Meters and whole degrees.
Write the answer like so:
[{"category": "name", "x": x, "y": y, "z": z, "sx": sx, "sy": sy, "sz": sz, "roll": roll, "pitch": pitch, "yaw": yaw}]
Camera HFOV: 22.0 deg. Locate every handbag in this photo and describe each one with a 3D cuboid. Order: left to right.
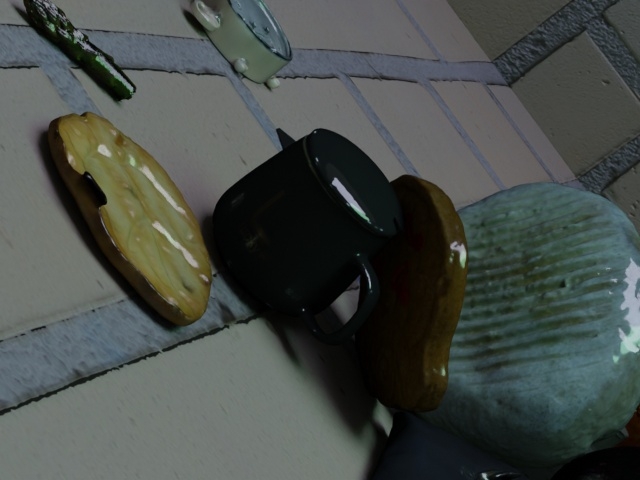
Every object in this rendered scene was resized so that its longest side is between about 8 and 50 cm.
[{"category": "handbag", "x": 0.148, "y": 0.280, "z": 1.723, "sx": 0.211, "sy": 0.088, "sz": 0.254, "roll": 28, "pitch": 21, "yaw": 3}]

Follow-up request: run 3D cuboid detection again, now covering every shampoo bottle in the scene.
[{"category": "shampoo bottle", "x": 0.306, "y": 0.275, "z": 2.037, "sx": 0.080, "sy": 0.165, "sz": 0.040, "roll": 51, "pitch": 18, "yaw": -4}]

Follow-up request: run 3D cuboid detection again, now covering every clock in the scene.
[{"category": "clock", "x": -0.102, "y": -0.293, "z": 2.280, "sx": 0.229, "sy": 0.063, "sz": 0.155, "roll": 18, "pitch": 38, "yaw": -59}]

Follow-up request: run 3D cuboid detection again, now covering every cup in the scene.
[{"category": "cup", "x": 0.000, "y": 0.000, "z": 1.774, "sx": 0.169, "sy": 0.176, "sz": 0.223, "roll": 18, "pitch": 37, "yaw": -56}]

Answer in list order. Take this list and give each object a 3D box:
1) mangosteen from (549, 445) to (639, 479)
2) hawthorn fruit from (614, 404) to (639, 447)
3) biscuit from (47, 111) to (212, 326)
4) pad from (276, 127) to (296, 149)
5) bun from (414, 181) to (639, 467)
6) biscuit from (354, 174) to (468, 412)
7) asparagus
[{"category": "mangosteen", "x": 0.368, "y": 0.380, "z": 1.901, "sx": 0.233, "sy": 0.287, "sz": 0.287, "roll": 2, "pitch": 39, "yaw": -15}, {"category": "hawthorn fruit", "x": 0.383, "y": 0.195, "z": 2.172, "sx": 0.316, "sy": 0.316, "sz": 0.316, "roll": 46, "pitch": 19, "yaw": -21}, {"category": "biscuit", "x": -0.181, "y": -0.023, "z": 1.613, "sx": 0.203, "sy": 0.041, "sz": 0.260, "roll": 28, "pitch": 30, "yaw": -58}, {"category": "pad", "x": -0.009, "y": -0.078, "z": 2.197, "sx": 0.112, "sy": 0.003, "sz": 0.157, "roll": 38, "pitch": 23, "yaw": -40}, {"category": "bun", "x": 0.252, "y": 0.105, "z": 1.962, "sx": 0.211, "sy": 0.362, "sz": 0.362, "roll": 58, "pitch": 8, "yaw": -49}, {"category": "biscuit", "x": 0.091, "y": 0.057, "z": 1.827, "sx": 0.049, "sy": 0.257, "sz": 0.273, "roll": 7, "pitch": 8, "yaw": -15}, {"category": "asparagus", "x": -0.262, "y": -0.210, "z": 1.778, "sx": 0.165, "sy": 0.030, "sz": 0.036, "roll": 42, "pitch": 48, "yaw": -31}]
